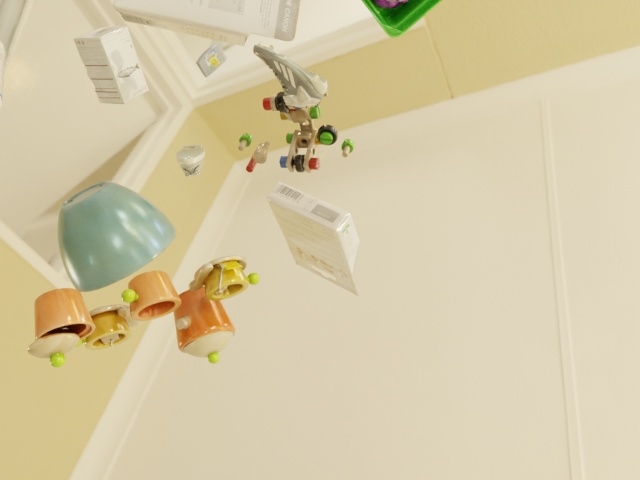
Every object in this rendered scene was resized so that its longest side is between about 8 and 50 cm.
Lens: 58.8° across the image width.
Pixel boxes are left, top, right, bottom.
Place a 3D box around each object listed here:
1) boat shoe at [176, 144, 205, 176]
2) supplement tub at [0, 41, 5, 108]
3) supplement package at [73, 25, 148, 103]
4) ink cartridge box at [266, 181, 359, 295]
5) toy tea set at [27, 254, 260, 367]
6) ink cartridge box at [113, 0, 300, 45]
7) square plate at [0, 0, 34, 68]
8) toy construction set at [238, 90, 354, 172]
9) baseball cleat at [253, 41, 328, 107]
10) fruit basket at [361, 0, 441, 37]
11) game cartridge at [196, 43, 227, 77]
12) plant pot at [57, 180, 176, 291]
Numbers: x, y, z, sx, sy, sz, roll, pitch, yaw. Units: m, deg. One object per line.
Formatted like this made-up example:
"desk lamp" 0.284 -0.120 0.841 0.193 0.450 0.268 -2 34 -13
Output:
"boat shoe" -0.372 -0.228 1.657 0.079 0.081 0.227 -6 -162 -7
"supplement tub" -0.495 -0.239 0.818 0.071 0.071 0.107 -18 -113 18
"supplement package" -0.561 -0.472 1.533 0.105 0.179 0.105 8 -141 26
"ink cartridge box" 0.000 0.000 1.136 0.181 0.224 0.056 26 -115 33
"toy tea set" -0.252 0.134 0.852 0.336 0.200 0.124 -10 -115 -30
"ink cartridge box" -0.156 -0.477 0.880 0.272 0.309 0.130 9 -170 -13
"square plate" -0.591 -0.365 1.052 0.347 0.049 0.344 -57 -147 16
"toy construction set" -0.081 -0.340 1.649 0.309 0.257 0.237 -22 -148 32
"baseball cleat" -0.085 -0.394 1.390 0.109 0.206 0.072 -61 -168 13
"fruit basket" 0.240 -0.660 1.282 0.392 0.283 0.392 -26 -135 29
"game cartridge" -0.293 -0.485 1.524 0.017 0.056 0.083 26 -112 43
"plant pot" -0.544 -0.034 1.441 0.290 0.195 0.290 -21 -155 10
